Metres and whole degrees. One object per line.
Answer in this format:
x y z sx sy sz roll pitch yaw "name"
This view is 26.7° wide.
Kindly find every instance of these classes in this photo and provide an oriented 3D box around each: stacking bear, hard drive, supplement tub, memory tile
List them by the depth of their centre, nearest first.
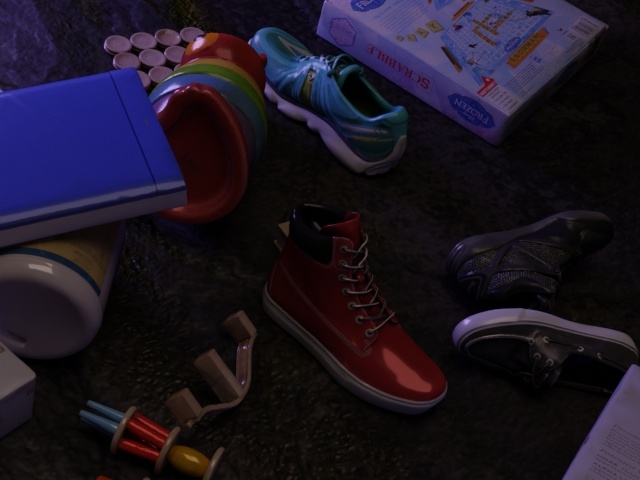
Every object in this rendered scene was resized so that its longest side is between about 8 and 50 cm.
-0.321 -0.079 1.395 0.319 0.040 0.210 -13 46 -15 "hard drive"
-0.287 0.012 1.436 0.144 0.144 0.199 13 43 -6 "supplement tub"
-0.138 -0.159 1.651 0.164 0.175 0.289 56 25 -24 "stacking bear"
-0.209 -0.244 1.811 0.148 0.012 0.113 -12 51 -27 "memory tile"

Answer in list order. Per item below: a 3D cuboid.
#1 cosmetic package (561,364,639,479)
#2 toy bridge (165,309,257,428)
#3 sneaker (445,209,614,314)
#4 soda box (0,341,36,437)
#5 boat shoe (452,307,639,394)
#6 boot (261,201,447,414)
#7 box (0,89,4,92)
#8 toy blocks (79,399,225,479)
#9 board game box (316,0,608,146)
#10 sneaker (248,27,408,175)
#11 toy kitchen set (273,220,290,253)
0.268 0.278 1.208 0.156 0.217 0.385 30 17 12 "cosmetic package"
-0.106 0.146 1.423 0.063 0.026 0.188 56 28 -13 "toy bridge"
0.278 0.040 1.639 0.227 0.087 0.130 -14 54 -25 "sneaker"
-0.376 0.183 1.287 0.069 0.074 0.216 38 47 19 "soda box"
0.264 0.139 1.546 0.228 0.080 0.076 12 42 -17 "boat shoe"
0.051 0.069 1.469 0.244 0.176 0.088 37 45 16 "boot"
-0.421 -0.109 1.589 0.145 0.038 0.186 36 46 19 "box"
-0.184 0.223 1.325 0.148 0.054 0.123 24 44 6 "toy blocks"
0.212 -0.309 1.974 0.318 0.066 0.319 35 46 16 "board game box"
0.016 -0.205 1.776 0.275 0.110 0.107 41 48 23 "sneaker"
0.000 0.000 1.596 0.075 0.068 0.083 -16 54 -31 "toy kitchen set"
